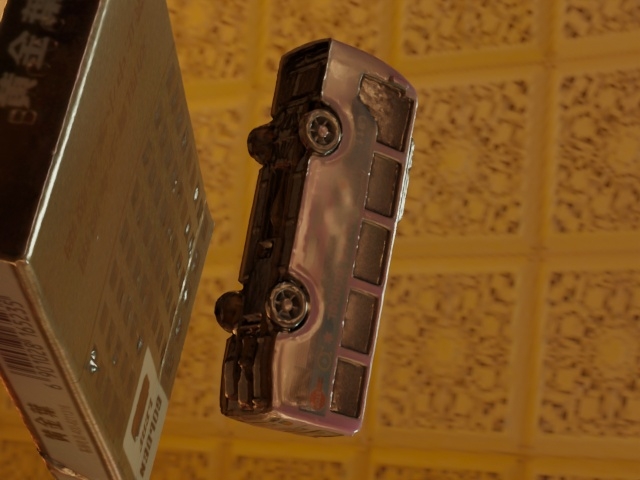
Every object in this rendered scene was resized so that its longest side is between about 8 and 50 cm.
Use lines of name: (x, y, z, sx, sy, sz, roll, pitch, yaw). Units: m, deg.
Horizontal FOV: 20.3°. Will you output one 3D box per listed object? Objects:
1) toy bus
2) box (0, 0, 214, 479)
toy bus: (0.000, 0.000, 0.602, 0.037, 0.052, 0.130, -12, -117, 56)
box: (-0.103, -0.004, 0.832, 0.047, 0.325, 0.180, 10, -114, 6)
